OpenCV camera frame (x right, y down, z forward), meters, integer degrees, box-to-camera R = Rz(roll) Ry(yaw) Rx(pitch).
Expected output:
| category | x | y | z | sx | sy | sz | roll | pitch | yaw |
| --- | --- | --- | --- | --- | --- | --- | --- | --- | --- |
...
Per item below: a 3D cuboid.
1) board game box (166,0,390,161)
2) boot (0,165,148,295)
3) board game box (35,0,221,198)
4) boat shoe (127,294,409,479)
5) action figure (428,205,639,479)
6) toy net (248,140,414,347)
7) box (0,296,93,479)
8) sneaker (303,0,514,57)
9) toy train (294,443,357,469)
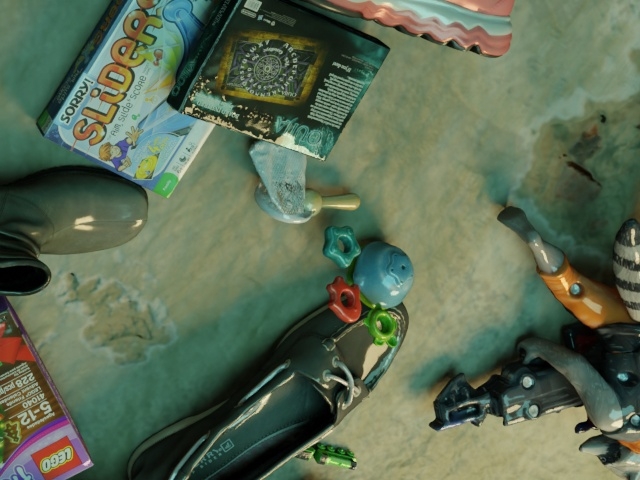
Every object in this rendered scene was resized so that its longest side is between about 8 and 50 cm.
| category | x | y | z | sx | sy | sz | roll | pitch | yaw |
| --- | --- | --- | --- | --- | --- | --- | --- | --- | --- |
| board game box | -0.035 | -0.148 | 1.430 | 0.186 | 0.026 | 0.126 | 17 | 110 | -44 |
| boot | -0.253 | 0.004 | 1.374 | 0.247 | 0.161 | 0.083 | 0 | 116 | -22 |
| board game box | -0.141 | -0.152 | 1.415 | 0.136 | 0.035 | 0.201 | 26 | 103 | -31 |
| boat shoe | -0.039 | 0.177 | 1.591 | 0.335 | 0.095 | 0.112 | -36 | 123 | -2 |
| action figure | 0.280 | 0.114 | 1.650 | 0.341 | 0.178 | 0.330 | -22 | 112 | -13 |
| toy net | 0.000 | 0.000 | 1.524 | 0.232 | 0.045 | 0.122 | 43 | 54 | -22 |
| box | -0.383 | 0.190 | 1.478 | 0.293 | 0.057 | 0.201 | -27 | 123 | -8 |
| sneaker | 0.049 | -0.261 | 1.411 | 0.314 | 0.116 | 0.136 | 11 | 101 | -34 |
| toy train | 0.004 | 0.225 | 1.677 | 0.083 | 0.023 | 0.017 | 17 | 108 | -28 |
